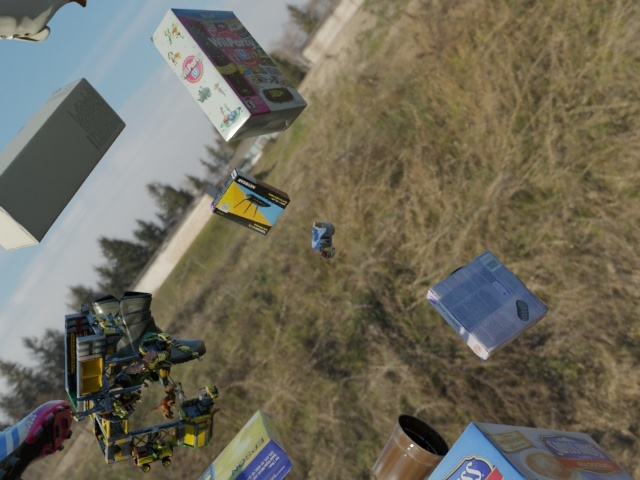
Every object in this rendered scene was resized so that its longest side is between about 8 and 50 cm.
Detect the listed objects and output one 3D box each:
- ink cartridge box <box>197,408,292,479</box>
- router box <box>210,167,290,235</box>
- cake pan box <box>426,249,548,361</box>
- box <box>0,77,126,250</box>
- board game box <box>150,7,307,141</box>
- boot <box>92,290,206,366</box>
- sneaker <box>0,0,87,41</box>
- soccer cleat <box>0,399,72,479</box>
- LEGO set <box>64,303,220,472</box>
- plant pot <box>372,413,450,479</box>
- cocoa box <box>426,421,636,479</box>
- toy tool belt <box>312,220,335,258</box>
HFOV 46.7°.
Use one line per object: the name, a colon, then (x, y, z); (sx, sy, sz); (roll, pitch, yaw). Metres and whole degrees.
ink cartridge box: (-0.214, 0.599, 1.856); (0.303, 0.072, 0.307); (-48, 11, -4)
router box: (-0.192, -0.103, 2.037); (0.133, 0.179, 0.046); (-53, 34, 19)
cake pan box: (0.476, 0.180, 2.143); (0.246, 0.267, 0.070); (-31, -26, -24)
box: (-0.430, -0.123, 1.166); (0.094, 0.113, 0.275); (-9, 41, 37)
board game box: (-0.203, -0.378, 1.673); (0.097, 0.303, 0.224); (-45, -12, 33)
boot: (-0.379, 0.192, 1.650); (0.083, 0.246, 0.161); (-154, 63, -77)
sneaker: (-0.460, -0.312, 1.046); (0.290, 0.123, 0.106); (-33, 45, -18)
soccer cleat: (-0.630, 0.416, 1.506); (0.331, 0.143, 0.116); (-56, -31, -71)
LEGO set: (-0.328, 0.230, 1.327); (0.331, 0.255, 0.192); (-133, 45, -56)
plant pot: (0.233, 0.581, 1.986); (0.165, 0.167, 0.167); (-58, 7, 15)
cocoa box: (0.308, 0.417, 1.027); (0.231, 0.347, 0.228); (-57, 45, 15)
toy tool belt: (0.000, 0.000, 1.594); (0.052, 0.083, 0.051); (3, 5, 37)
